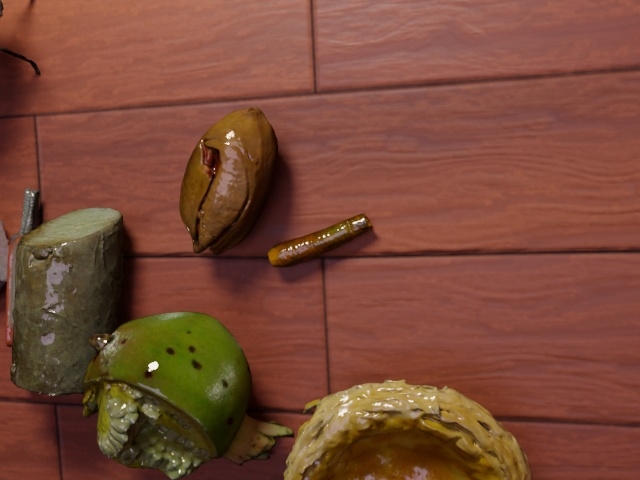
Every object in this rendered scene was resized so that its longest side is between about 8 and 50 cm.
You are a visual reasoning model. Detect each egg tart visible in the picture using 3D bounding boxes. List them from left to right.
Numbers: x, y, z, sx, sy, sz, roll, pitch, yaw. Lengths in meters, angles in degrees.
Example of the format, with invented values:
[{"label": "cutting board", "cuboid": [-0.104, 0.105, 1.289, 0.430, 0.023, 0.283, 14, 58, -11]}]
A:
[{"label": "egg tart", "cuboid": [0.124, 0.370, 1.197, 0.387, 0.169, 0.388, 2, 99, 13]}]

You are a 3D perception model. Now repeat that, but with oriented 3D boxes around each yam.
[{"label": "yam", "cuboid": [-0.406, 0.101, 1.326, 0.167, 0.168, 0.305, 8, 100, 15]}]

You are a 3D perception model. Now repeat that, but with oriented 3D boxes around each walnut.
[{"label": "walnut", "cuboid": [-0.140, -0.086, 1.249, 0.137, 0.137, 0.245, 27, 111, 12]}]

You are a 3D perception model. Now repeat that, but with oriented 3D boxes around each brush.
[{"label": "brush", "cuboid": [-0.499, 0.073, 1.397, 0.051, 0.070, 0.324, 6, 94, 14]}]

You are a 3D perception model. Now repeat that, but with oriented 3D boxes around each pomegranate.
[{"label": "pomegranate", "cuboid": [-0.199, 0.244, 1.250, 0.340, 0.260, 0.260, 31, 105, -21]}]

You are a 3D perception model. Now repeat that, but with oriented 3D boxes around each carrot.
[{"label": "carrot", "cuboid": [0.000, 0.000, 1.261, 0.170, 0.042, 0.042, -23, 89, 14]}]

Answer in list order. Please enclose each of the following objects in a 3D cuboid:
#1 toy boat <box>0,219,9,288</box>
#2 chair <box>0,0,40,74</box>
[{"label": "toy boat", "cuboid": [-0.668, 0.026, 1.440, 0.282, 0.096, 0.206, -11, 107, 26]}, {"label": "chair", "cuboid": [-0.555, -0.329, 1.300, 0.174, 0.213, 0.149, -3, 100, 15]}]
